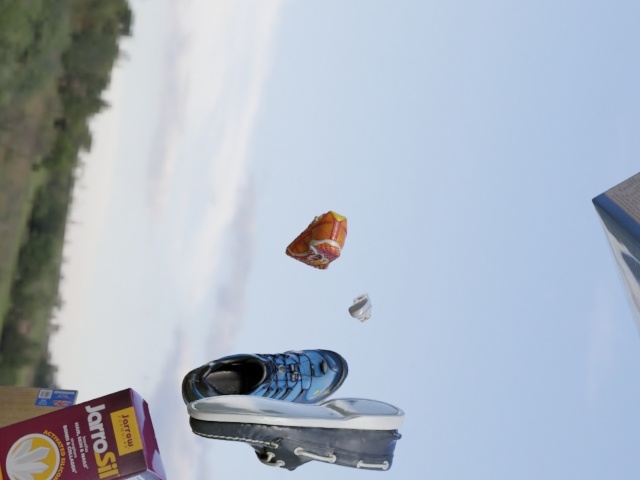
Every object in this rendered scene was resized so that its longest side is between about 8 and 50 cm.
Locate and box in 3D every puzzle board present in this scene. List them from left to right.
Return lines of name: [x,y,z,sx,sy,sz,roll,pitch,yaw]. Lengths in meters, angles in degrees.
puzzle board: [-0.395,0.237,1.712,0.011,0.128,0.096,88,7,-45]

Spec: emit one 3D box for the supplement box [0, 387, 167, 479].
supplement box: [-0.283,0.250,1.462,0.081,0.188,0.104,68,4,-67]

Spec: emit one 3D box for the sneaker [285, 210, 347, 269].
sneaker: [0.000,0.000,1.803,0.175,0.064,0.067,-24,-135,66]

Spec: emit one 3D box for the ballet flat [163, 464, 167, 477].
ballet flat: [-0.273,0.426,1.936,0.086,0.086,0.248,113,3,-50]

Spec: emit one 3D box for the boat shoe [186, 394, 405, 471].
boat shoe: [-0.030,0.256,1.662,0.114,0.303,0.091,-153,-110,-69]

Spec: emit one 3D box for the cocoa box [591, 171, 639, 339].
cocoa box: [0.575,0.063,1.834,0.347,0.228,0.231,63,-4,-33]

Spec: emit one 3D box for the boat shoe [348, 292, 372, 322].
boat shoe: [0.067,0.110,2.010,0.035,0.035,0.100,63,7,-7]

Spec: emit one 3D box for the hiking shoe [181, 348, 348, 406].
hiking shoe: [-0.087,0.248,2.245,0.132,0.304,0.113,132,-53,-69]
